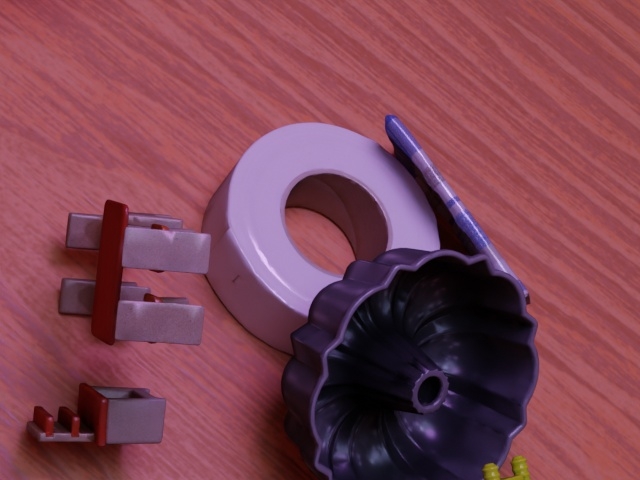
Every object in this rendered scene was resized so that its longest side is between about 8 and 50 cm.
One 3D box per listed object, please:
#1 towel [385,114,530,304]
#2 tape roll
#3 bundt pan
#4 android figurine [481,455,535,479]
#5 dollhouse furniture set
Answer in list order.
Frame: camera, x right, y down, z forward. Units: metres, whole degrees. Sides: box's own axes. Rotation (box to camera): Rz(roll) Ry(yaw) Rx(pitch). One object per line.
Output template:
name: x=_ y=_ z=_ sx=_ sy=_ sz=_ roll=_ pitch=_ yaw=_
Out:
towel: x=0.172 y=-0.027 z=2.065 sx=0.034 sy=0.209 sz=0.285 roll=-36 pitch=81 yaw=2
tape roll: x=0.000 y=0.000 z=2.008 sx=0.286 sy=0.100 sz=0.286 roll=12 pitch=59 yaw=-21
bundt pan: x=0.090 y=0.156 z=1.878 sx=0.331 sy=0.124 sz=0.331 roll=-11 pitch=110 yaw=-33
android figurine: x=0.235 y=0.386 z=1.881 sx=0.248 sy=0.056 sz=0.273 roll=0 pitch=78 yaw=-51
dollhouse furniture set: x=-0.231 y=0.086 z=1.764 sx=0.135 sy=0.262 sz=0.259 roll=5 pitch=93 yaw=-22
